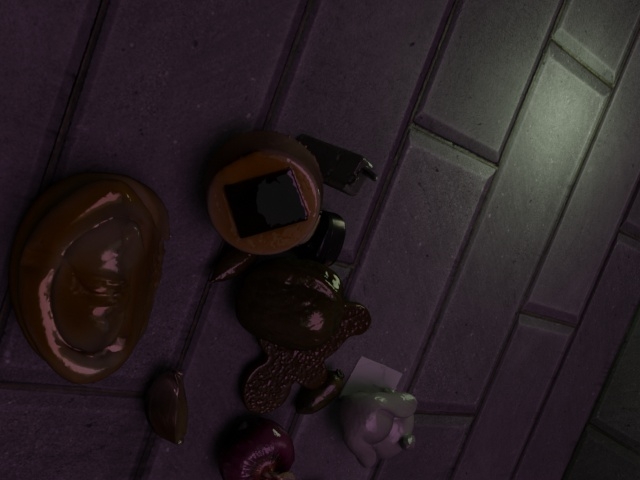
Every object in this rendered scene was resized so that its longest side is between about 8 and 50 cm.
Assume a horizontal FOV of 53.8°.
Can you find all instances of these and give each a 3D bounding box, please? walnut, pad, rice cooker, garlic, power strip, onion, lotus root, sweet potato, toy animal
[{"bbox_3d":[-0.077,0.153,1.578,0.227,0.282,0.283,-71,146,-50],"label":"walnut"},{"bbox_3d":[0.167,0.472,2.051,0.232,0.004,0.157,30,88,-40],"label":"pad"},{"bbox_3d":[0.000,0.000,1.675,0.106,0.112,0.166,0,115,-42],"label":"rice cooker"},{"bbox_3d":[-0.381,0.401,1.559,0.087,0.101,0.196,-22,117,-64],"label":"garlic"},{"bbox_3d":[0.032,-0.178,1.514,0.053,0.288,0.093,34,87,-47],"label":"power strip"},{"bbox_3d":[-0.183,0.584,1.739,0.207,0.201,0.201,-27,128,13],"label":"onion"},{"bbox_3d":[0.001,0.450,1.866,0.179,0.089,0.081,-42,97,-8],"label":"lotus root"},{"bbox_3d":[-0.182,0.025,1.581,0.269,0.074,0.075,-47,129,-24],"label":"sweet potato"},{"bbox_3d":[0.165,0.557,1.950,0.272,0.206,0.265,-50,133,-3],"label":"toy animal"}]

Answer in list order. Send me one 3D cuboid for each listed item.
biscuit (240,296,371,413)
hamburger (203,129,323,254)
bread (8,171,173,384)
[{"bbox_3d":[-0.067,0.298,1.773,0.432,0.064,0.283,-49,121,-8],"label":"biscuit"},{"bbox_3d":[-0.132,-0.107,1.459,0.301,0.170,0.302,-1,111,-3],"label":"hamburger"},{"bbox_3d":[-0.446,0.076,1.292,0.328,0.245,0.425,7,99,-38],"label":"bread"}]
